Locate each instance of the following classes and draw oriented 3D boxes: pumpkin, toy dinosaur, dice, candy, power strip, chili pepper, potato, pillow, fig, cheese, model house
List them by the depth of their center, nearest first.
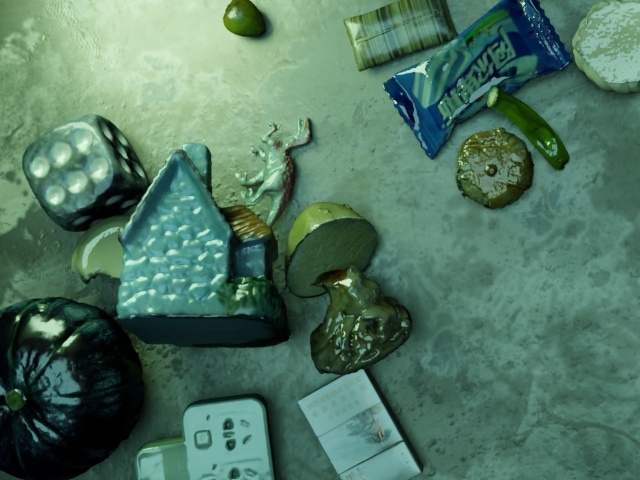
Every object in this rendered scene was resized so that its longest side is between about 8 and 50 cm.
[{"bbox_3d":[0.387,-0.212,1.900,0.202,0.050,0.052,39,105,-17],"label":"chili pepper"},{"bbox_3d":[-0.207,0.014,1.918,0.298,0.360,0.339,-3,75,3],"label":"model house"},{"bbox_3d":[0.294,-0.315,1.931,0.331,0.077,0.187,-32,81,12],"label":"candy"},{"bbox_3d":[0.000,0.000,1.966,0.117,0.182,0.202,58,142,38],"label":"potato"},{"bbox_3d":[0.154,-0.408,1.982,0.203,0.038,0.113,-18,85,11],"label":"pillow"},{"bbox_3d":[-0.524,0.290,2.004,0.364,0.266,0.363,0,92,10],"label":"pumpkin"},{"bbox_3d":[-0.084,-0.113,2.018,0.167,0.053,0.242,-10,78,5],"label":"toy dinosaur"},{"bbox_3d":[-0.223,0.428,2.020,0.261,0.141,0.229,-8,88,-2],"label":"power strip"},{"bbox_3d":[-0.149,-0.437,2.035,0.088,0.074,0.074,33,96,-10],"label":"fig"},{"bbox_3d":[-0.464,-0.132,2.040,0.182,0.183,0.181,-32,81,8],"label":"dice"},{"bbox_3d":[-0.381,-0.011,2.057,0.163,0.071,0.248,30,90,-13],"label":"cheese"}]

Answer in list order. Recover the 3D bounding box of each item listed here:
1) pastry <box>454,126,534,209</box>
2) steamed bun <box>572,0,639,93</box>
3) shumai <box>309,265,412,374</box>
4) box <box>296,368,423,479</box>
[{"bbox_3d":[0.324,-0.134,1.918,0.153,0.081,0.153,-1,80,8],"label":"pastry"},{"bbox_3d":[0.546,-0.355,1.861,0.183,0.106,0.182,-1,87,22],"label":"steamed bun"},{"bbox_3d":[0.054,0.140,1.907,0.206,0.166,0.175,-30,112,-8],"label":"shumai"},{"bbox_3d":[0.076,0.372,1.969,0.149,0.067,0.233,-31,83,11],"label":"box"}]
